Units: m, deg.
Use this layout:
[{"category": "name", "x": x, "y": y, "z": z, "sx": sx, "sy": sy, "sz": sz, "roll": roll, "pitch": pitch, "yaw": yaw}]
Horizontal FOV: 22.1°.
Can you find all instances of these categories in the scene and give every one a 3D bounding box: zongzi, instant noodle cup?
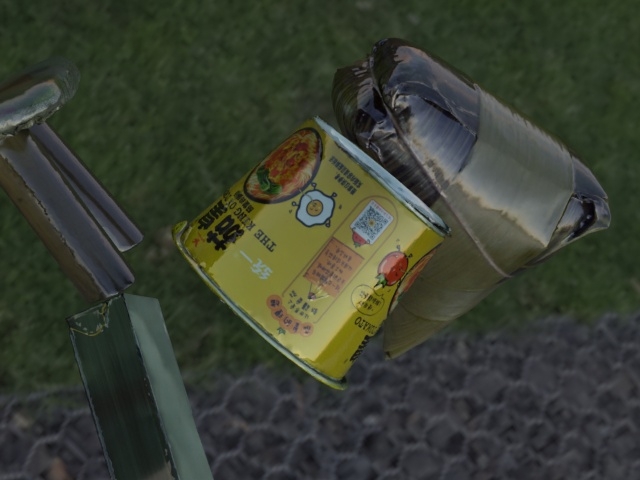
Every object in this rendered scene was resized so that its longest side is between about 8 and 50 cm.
[{"category": "zongzi", "x": 0.072, "y": -0.021, "z": 1.567, "sx": 0.289, "sy": 0.317, "sz": 0.154, "roll": 30, "pitch": 29, "yaw": -29}, {"category": "instant noodle cup", "x": 0.000, "y": 0.000, "z": 1.239, "sx": 0.182, "sy": 0.144, "sz": 0.182, "roll": 41, "pitch": 6, "yaw": -6}]

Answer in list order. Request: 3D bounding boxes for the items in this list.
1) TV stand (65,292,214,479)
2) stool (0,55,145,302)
[{"category": "TV stand", "x": -0.186, "y": 0.196, "z": 1.752, "sx": 0.088, "sy": 0.083, "sz": 0.269, "roll": 17, "pitch": 52, "yaw": -66}, {"category": "stool", "x": -0.346, "y": -0.023, "z": 1.642, "sx": 0.310, "sy": 0.310, "sz": 0.226, "roll": -115, "pitch": -179, "yaw": -78}]
